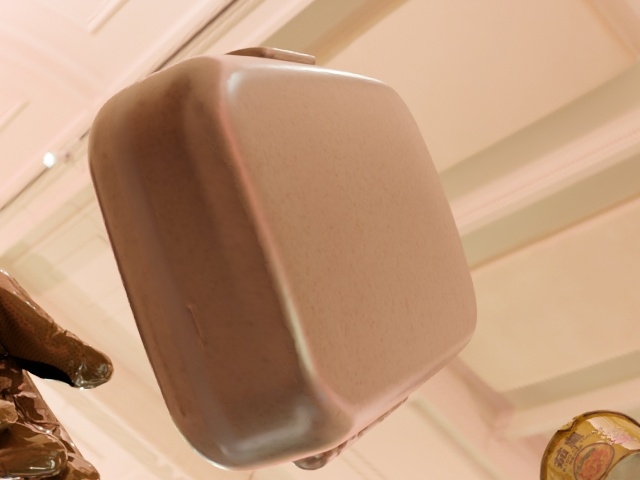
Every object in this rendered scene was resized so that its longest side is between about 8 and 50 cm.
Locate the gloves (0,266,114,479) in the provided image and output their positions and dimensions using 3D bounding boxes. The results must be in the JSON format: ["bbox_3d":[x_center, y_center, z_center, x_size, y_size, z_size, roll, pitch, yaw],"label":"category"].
[{"bbox_3d":[-0.283,0.079,0.705,0.141,0.154,0.331,-39,-91,18],"label":"gloves"}]

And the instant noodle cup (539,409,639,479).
[{"bbox_3d":[0.405,0.329,1.263,0.182,0.182,0.144,37,-4,-8],"label":"instant noodle cup"}]

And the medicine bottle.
[{"bbox_3d":[0.000,0.000,0.681,0.123,0.375,0.282,-22,-93,25],"label":"medicine bottle"}]
